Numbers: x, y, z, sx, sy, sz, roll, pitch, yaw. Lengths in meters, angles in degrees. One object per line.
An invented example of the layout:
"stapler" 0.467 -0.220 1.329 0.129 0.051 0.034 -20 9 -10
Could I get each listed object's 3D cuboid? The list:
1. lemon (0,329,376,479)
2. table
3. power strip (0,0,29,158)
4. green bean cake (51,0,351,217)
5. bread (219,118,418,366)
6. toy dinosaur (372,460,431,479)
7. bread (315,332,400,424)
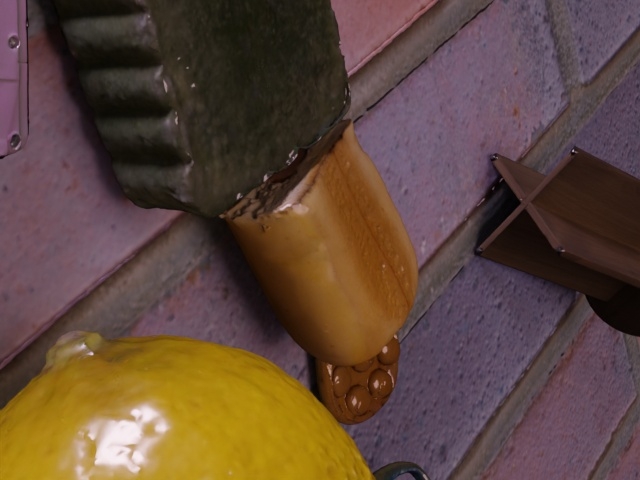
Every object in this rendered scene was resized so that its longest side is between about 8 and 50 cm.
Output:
"lemon" -0.073 0.196 0.705 0.245 0.245 0.320 -34 105 -47
"table" 0.260 -0.009 1.232 0.226 0.167 0.167 18 77 -43
"power strip" -0.206 -0.171 0.678 0.109 0.037 0.279 -6 97 -53
"green bean cake" -0.070 -0.128 0.815 0.183 0.094 0.185 -43 125 -44
"bread" -0.002 0.001 0.921 0.173 0.085 0.134 64 37 -29
"toy dinosaur" -0.037 0.245 0.905 0.363 0.076 0.147 -43 134 -37
"bread" 0.030 0.091 1.021 0.110 0.024 0.110 -8 100 -52
